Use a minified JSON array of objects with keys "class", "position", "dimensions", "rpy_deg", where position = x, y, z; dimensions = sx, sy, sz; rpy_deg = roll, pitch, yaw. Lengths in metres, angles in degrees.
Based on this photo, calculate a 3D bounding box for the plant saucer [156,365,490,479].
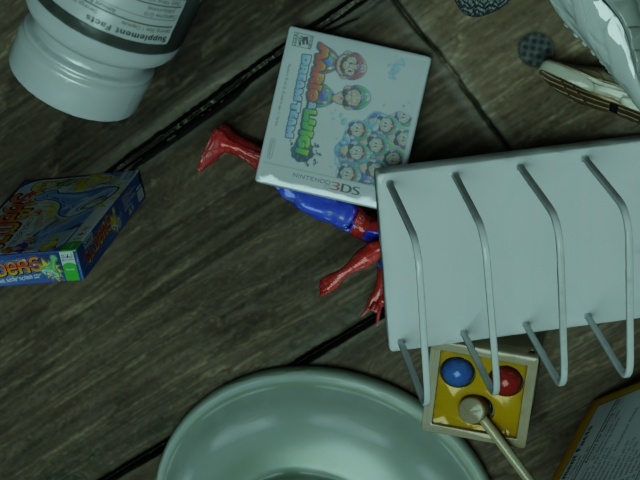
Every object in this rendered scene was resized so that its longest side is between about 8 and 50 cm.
[{"class":"plant saucer","position":[-0.002,0.334,1.877],"dimensions":[0.400,0.100,0.400],"rpy_deg":[5,116,10]}]

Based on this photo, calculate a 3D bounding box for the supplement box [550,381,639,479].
[{"class":"supplement box","position":[0.396,0.234,1.606],"dimensions":[0.195,0.194,0.356],"rpy_deg":[44,144,-9]}]

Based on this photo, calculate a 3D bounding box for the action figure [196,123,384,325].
[{"class":"action figure","position":[0.000,0.000,1.715],"dimensions":[0.280,0.091,0.139],"rpy_deg":[23,102,2]}]

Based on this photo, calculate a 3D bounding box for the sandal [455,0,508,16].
[{"class":"sandal","position":[0.162,-0.297,1.575],"dimensions":[0.067,0.040,0.179],"rpy_deg":[7,102,4]}]

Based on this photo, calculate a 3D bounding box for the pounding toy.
[{"class":"pounding toy","position":[0.174,0.164,1.752],"dimensions":[0.130,0.100,0.141],"rpy_deg":[9,117,9]}]

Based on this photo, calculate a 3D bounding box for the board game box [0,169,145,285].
[{"class":"board game box","position":[-0.272,-0.013,1.716],"dimensions":[0.136,0.201,0.035],"rpy_deg":[-5,113,15]}]

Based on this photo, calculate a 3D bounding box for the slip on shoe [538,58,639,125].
[{"class":"slip on shoe","position":[0.275,-0.148,1.615],"dimensions":[0.135,0.051,0.041],"rpy_deg":[22,79,11]}]

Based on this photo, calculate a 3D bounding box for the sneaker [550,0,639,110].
[{"class":"sneaker","position":[0.278,-0.198,1.564],"dimensions":[0.235,0.090,0.095],"rpy_deg":[59,151,-10]}]

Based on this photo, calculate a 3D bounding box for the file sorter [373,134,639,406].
[{"class":"file sorter","position":[0.205,0.032,1.598],"dimensions":[0.277,0.173,0.193],"rpy_deg":[-7,114,-4]}]

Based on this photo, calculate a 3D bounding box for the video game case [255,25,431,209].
[{"class":"video game case","position":[0.022,-0.118,1.657],"dimensions":[0.143,0.019,0.157],"rpy_deg":[13,90,2]}]

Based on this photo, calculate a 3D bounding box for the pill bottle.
[{"class":"pill bottle","position":[-0.181,-0.265,1.596],"dimensions":[0.161,0.161,0.283],"rpy_deg":[28,119,-1]}]
